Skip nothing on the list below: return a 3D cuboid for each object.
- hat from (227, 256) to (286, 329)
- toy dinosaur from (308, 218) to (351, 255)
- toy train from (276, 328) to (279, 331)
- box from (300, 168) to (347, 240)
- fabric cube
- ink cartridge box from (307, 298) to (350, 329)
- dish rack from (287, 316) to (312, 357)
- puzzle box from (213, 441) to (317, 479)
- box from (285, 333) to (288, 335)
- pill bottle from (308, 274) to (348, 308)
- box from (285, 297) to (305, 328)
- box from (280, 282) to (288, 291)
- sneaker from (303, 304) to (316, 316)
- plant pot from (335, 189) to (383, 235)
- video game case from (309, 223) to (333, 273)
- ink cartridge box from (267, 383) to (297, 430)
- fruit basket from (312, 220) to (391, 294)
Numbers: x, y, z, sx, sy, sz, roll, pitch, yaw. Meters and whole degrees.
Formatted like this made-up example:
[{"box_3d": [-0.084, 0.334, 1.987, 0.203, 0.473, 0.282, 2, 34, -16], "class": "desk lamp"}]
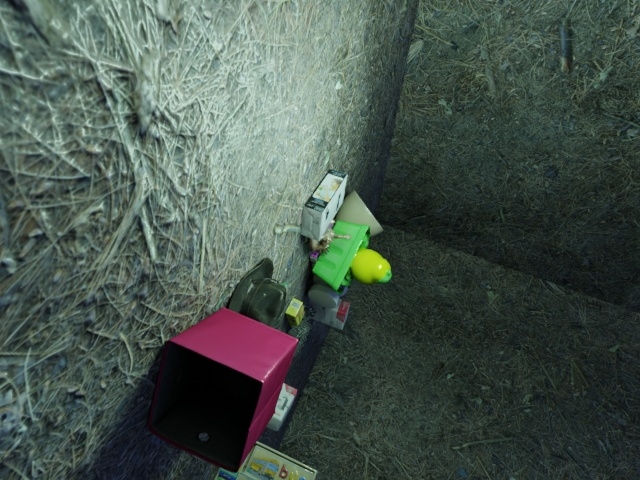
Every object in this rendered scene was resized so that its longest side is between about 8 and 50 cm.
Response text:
[{"box_3d": [-0.188, 0.228, 1.358, 0.331, 0.133, 0.332, 21, 90, -79], "class": "hat"}, {"box_3d": [0.000, 0.000, 1.889, 0.200, 0.127, 0.295, -36, 169, 32], "class": "toy dinosaur"}, {"box_3d": [-0.222, 0.483, 1.882, 0.036, 0.027, 0.158, 41, 69, -89], "class": "toy train"}, {"box_3d": [0.018, -0.156, 1.752, 0.169, 0.087, 0.290, 97, 18, -46], "class": "box"}, {"box_3d": [-0.241, 0.365, 1.056, 0.258, 0.254, 0.259, -31, 139, -74], "class": "fabric cube"}, {"box_3d": [0.044, 0.417, 2.452, 0.172, 0.237, 0.100, 98, 14, -45], "class": "ink cartridge box"}, {"box_3d": [-0.118, 0.501, 2.038, 0.208, 0.074, 0.271, -64, 164, 16], "class": "dish rack"}, {"box_3d": [-0.247, 1.055, 1.779, 0.052, 0.408, 0.272, 89, 23, -60], "class": "puzzle box"}, {"box_3d": [-0.201, 0.442, 1.546, 0.311, 0.121, 0.148, -22, 131, -88], "class": "box"}, {"box_3d": [0.082, 0.187, 2.302, 0.210, 0.210, 0.363, 93, 21, -54], "class": "pill bottle"}, {"box_3d": [-0.124, 0.372, 2.052, 0.232, 0.058, 0.087, 87, 28, -61], "class": "box"}, {"box_3d": [-0.183, 0.251, 1.631, 0.105, 0.043, 0.179, 4, 108, -77], "class": "box"}, {"box_3d": [-0.066, 0.407, 2.325, 0.178, 0.077, 0.072, -3, 111, -76], "class": "sneaker"}, {"box_3d": [0.194, -0.114, 2.279, 0.191, 0.284, 0.284, -37, 172, 9], "class": "plant pot"}, {"box_3d": [0.009, 0.038, 2.140, 0.210, 0.041, 0.232, 86, 26, -62], "class": "video game case"}, {"box_3d": [-0.233, 0.828, 2.069, 0.218, 0.158, 0.092, -51, 159, -58], "class": "ink cartridge box"}, {"box_3d": [0.187, 0.111, 2.035, 0.283, 0.391, 0.392, 53, 58, -76], "class": "fruit basket"}]
